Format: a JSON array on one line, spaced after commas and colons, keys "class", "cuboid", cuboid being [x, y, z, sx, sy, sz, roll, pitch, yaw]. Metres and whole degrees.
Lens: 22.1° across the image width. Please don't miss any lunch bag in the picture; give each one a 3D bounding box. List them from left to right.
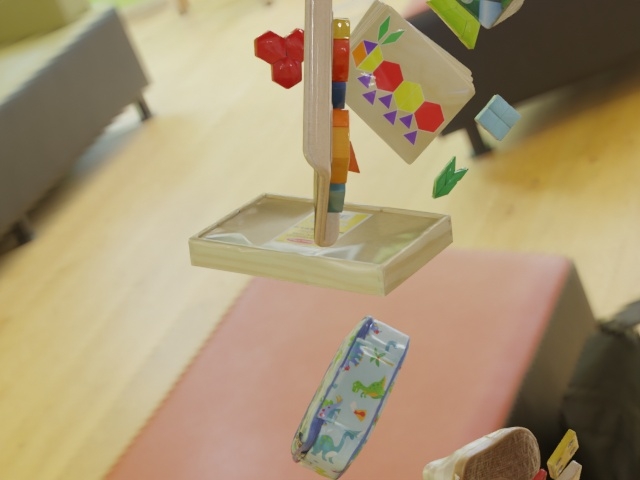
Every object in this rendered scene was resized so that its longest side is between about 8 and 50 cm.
[{"class": "lunch bag", "cuboid": [0.039, 0.223, 2.288, 0.219, 0.090, 0.176, -63, -1, -17]}]

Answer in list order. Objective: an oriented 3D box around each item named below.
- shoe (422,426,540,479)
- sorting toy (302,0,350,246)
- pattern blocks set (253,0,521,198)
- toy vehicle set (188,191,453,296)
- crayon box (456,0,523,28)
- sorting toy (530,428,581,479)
[{"class": "shoe", "cuboid": [0.199, 0.269, 1.981, 0.058, 0.076, 0.219, -6, -2, 34]}, {"class": "sorting toy", "cuboid": [0.009, -0.115, 1.445, 0.038, 0.193, 0.208, 0, -20, 3]}, {"class": "pattern blocks set", "cuboid": [0.098, -0.210, 2.148, 0.285, 0.325, 0.026, -40, 14, -7]}, {"class": "toy vehicle set", "cuboid": [0.000, 0.000, 1.911, 0.267, 0.035, 0.166, 8, 26, 32]}, {"class": "crayon box", "cuboid": [0.142, -0.423, 1.844, 0.083, 0.323, 0.203, -36, -13, -52]}, {"class": "sorting toy", "cuboid": [0.259, 0.331, 1.827, 0.046, 0.274, 0.132, 29, 49, 26]}]
